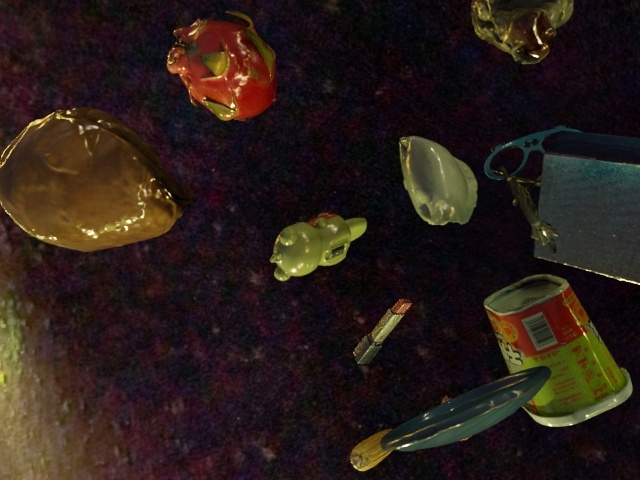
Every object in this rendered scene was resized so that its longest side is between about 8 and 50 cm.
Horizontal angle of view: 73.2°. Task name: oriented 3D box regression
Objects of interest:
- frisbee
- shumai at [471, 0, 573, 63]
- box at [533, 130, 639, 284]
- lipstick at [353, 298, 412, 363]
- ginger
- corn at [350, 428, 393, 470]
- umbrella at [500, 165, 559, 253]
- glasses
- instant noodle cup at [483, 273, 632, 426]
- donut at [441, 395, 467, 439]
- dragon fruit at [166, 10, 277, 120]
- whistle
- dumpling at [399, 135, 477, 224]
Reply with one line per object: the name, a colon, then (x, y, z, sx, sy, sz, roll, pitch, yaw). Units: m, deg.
frisbee: (0.230, 0.275, 0.671, 0.289, 0.289, 0.049, -40, 65, 33)
shumai: (0.479, -0.550, 1.109, 0.204, 0.222, 0.271, -54, 22, -10)
box: (0.601, -0.067, 0.887, 0.261, 0.116, 0.279, 21, 141, 38)
lipstick: (0.202, 0.294, 1.418, 0.312, 0.051, 0.051, -62, 32, 33)
ginger: (-0.348, -0.078, 0.646, 0.223, 0.200, 0.269, -43, 53, 0)
corn: (0.150, 0.562, 1.164, 0.067, 0.206, 0.068, -2, 86, 39)
umbrella: (0.340, -0.035, 0.684, 0.044, 0.269, 0.044, -12, 57, 39)
glasses: (0.559, -0.168, 1.098, 0.238, 0.102, 0.207, -18, 116, 26)
instant noodle cup: (0.604, 0.271, 1.149, 0.293, 0.293, 0.308, -24, 94, 38)
donut: (0.412, 0.556, 1.327, 0.117, 0.065, 0.166, -56, 7, -15)
dragon fruit: (-0.205, -0.377, 0.943, 0.223, 0.227, 0.224, -17, 56, 28)
whistle: (0.000, 0.000, 0.965, 0.106, 0.288, 0.131, 35, 130, 32)
dumpling: (0.227, -0.119, 0.846, 0.104, 0.149, 0.217, -36, 61, 31)
